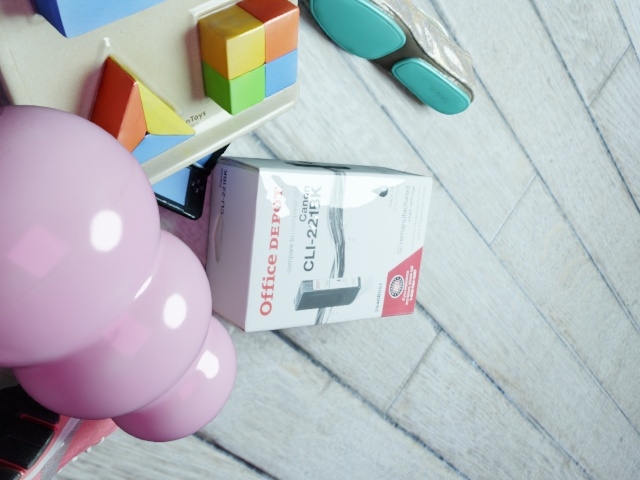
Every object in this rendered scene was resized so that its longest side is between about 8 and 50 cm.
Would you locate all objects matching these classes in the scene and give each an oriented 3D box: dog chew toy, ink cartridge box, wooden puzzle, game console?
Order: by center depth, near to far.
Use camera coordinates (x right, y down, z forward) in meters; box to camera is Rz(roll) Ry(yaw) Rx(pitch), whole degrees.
[{"bbox_3d":[-0.190,0.053,0.528,0.206,0.206,0.332,-45,125,-17],"label":"dog chew toy"},{"bbox_3d":[-0.129,-0.204,0.563,0.322,0.080,0.348,-34,147,-27],"label":"wooden puzzle"},{"bbox_3d":[-0.164,-0.099,0.699,0.122,0.071,0.107,27,52,-36],"label":"game console"},{"bbox_3d":[0.000,0.000,0.814,0.272,0.114,0.197,-1,103,-34],"label":"ink cartridge box"}]

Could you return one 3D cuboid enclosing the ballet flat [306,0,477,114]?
[{"bbox_3d":[0.103,-0.283,0.837,0.316,0.107,0.106,28,66,-41],"label":"ballet flat"}]

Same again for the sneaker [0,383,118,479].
[{"bbox_3d":[-0.258,0.187,0.650,0.314,0.115,0.136,-56,144,-35],"label":"sneaker"}]
